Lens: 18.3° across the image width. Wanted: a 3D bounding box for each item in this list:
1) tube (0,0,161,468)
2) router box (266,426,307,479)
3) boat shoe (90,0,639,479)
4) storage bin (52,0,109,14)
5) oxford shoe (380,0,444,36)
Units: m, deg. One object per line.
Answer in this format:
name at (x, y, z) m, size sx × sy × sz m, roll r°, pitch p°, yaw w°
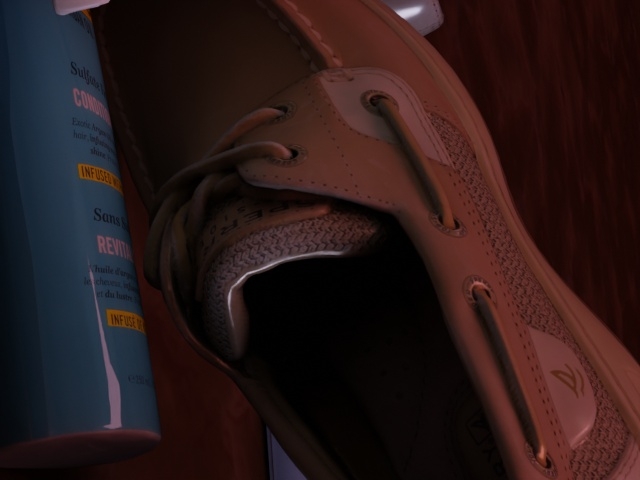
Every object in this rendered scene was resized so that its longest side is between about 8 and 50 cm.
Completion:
tube at (-0.087, -0.035, 0.614) m, size 0.080 × 0.052 × 0.207 m, roll 62°, pitch 19°, yaw -74°
router box at (0.070, 0.203, 0.938) m, size 0.301 × 0.082 × 0.336 m, roll 21°, pitch 63°, yaw -70°
boat shoe at (0.000, 0.000, 0.620) m, size 0.098 × 0.109 × 0.302 m, roll 13°, pitch 36°, yaw -52°
storage bin at (-0.031, -0.204, 0.511) m, size 0.260 × 0.123 × 0.262 m, roll -123°, pitch -158°, yaw -80°
oxford shoe at (0.016, -0.185, 0.848) m, size 0.123 × 0.130 × 0.348 m, roll 64°, pitch 25°, yaw -45°
